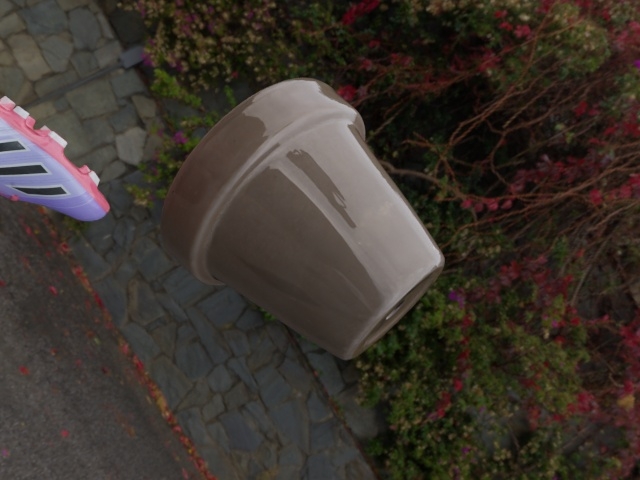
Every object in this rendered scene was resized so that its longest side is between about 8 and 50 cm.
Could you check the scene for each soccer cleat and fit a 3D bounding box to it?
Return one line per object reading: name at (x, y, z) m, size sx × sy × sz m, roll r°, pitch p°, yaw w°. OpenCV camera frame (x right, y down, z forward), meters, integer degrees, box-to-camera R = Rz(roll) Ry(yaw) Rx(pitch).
soccer cleat at (-0.283, -0.084, 0.428) m, size 0.248 × 0.095 × 0.083 m, roll 45°, pitch -11°, yaw -32°

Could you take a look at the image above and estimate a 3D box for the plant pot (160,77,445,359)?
plant pot at (0.000, 0.000, 0.596) m, size 0.229 × 0.263 × 0.263 m, roll 45°, pitch -10°, yaw 17°
